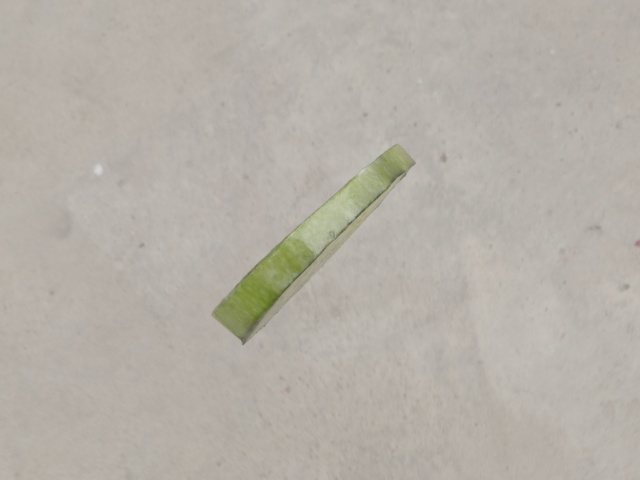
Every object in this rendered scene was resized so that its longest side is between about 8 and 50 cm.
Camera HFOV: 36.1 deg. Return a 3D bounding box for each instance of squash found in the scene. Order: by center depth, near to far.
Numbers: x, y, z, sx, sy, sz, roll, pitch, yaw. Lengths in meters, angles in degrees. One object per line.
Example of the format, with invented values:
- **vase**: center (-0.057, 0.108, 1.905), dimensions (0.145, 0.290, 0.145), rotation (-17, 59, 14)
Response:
- **squash**: center (-0.004, -0.003, 0.841), dimensions (0.041, 0.219, 0.219), rotation (44, 77, 2)
